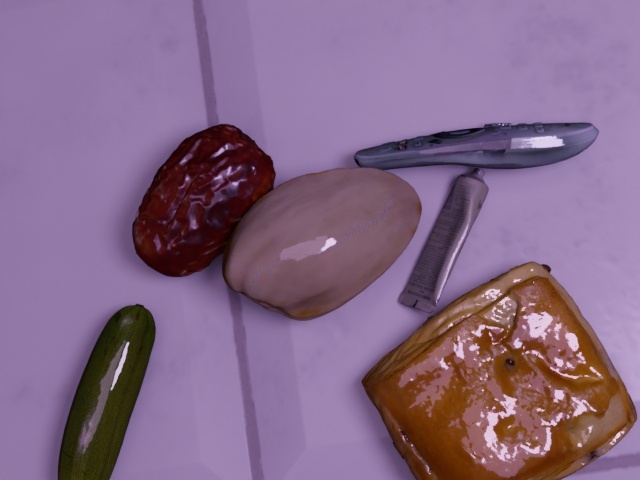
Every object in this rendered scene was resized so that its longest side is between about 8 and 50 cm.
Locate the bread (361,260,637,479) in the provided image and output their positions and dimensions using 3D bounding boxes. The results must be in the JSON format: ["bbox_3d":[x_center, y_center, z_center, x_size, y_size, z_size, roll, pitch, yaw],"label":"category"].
[{"bbox_3d":[0.179,0.156,1.230,0.235,0.099,0.210,-32,78,2],"label":"bread"}]

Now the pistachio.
[{"bbox_3d":[0.000,0.000,1.264,0.215,0.144,0.144,-28,78,-12],"label":"pistachio"}]

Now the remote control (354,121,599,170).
[{"bbox_3d":[0.163,-0.096,1.279,0.256,0.097,0.045,-3,102,11],"label":"remote control"}]

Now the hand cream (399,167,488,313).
[{"bbox_3d":[0.135,-0.002,1.290,0.057,0.037,0.165,18,81,53],"label":"hand cream"}]

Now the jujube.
[{"bbox_3d":[-0.129,-0.041,1.302,0.109,0.112,0.176,40,93,-29],"label":"jujube"}]

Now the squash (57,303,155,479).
[{"bbox_3d":[-0.235,0.188,1.301,0.066,0.066,0.252,15,84,10],"label":"squash"}]
